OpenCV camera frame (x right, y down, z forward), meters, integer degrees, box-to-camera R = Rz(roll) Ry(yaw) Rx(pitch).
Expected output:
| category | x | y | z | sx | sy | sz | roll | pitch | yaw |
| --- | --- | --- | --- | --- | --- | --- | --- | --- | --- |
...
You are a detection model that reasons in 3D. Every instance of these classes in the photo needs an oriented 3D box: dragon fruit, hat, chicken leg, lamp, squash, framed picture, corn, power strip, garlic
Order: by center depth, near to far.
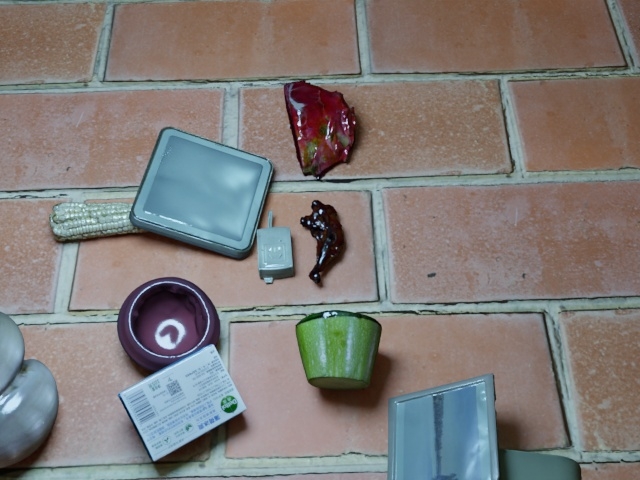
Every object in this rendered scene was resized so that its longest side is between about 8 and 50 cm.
| category | x | y | z | sx | sy | sz | roll | pitch | yaw |
| --- | --- | --- | --- | --- | --- | --- | --- | --- | --- |
| framed picture | 0.213 | 0.378 | 1.612 | 0.213 | 0.016 | 0.289 | -19 | 41 | 24 |
| garlic | -0.616 | 0.271 | 1.715 | 0.246 | 0.231 | 0.340 | -48 | 32 | 4 |
| squash | 0.033 | 0.213 | 1.739 | 0.170 | 0.170 | 0.123 | 2 | 69 | 2 |
| hat | -0.299 | 0.170 | 1.807 | 0.205 | 0.089 | 0.206 | 3 | 65 | -6 |
| power strip | -0.099 | 0.007 | 1.954 | 0.075 | 0.042 | 0.175 | -6 | 54 | -2 |
| chicken leg | 0.006 | -0.002 | 1.956 | 0.089 | 0.048 | 0.219 | -8 | 54 | -1 |
| corn | -0.476 | -0.048 | 1.975 | 0.210 | 0.087 | 0.087 | -7 | 54 | -7 |
| lamp | -0.255 | -0.107 | 1.995 | 0.269 | 0.047 | 0.267 | 18 | 54 | -7 |
| dragon fruit | -0.009 | -0.275 | 2.107 | 0.163 | 0.189 | 0.262 | -25 | 56 | 20 |

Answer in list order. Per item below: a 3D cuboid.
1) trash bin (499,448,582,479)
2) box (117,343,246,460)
| category | x | y | z | sx | sy | sz | roll | pitch | yaw |
| --- | --- | --- | --- | --- | --- | --- | --- | --- | --- |
| trash bin | 0.334 | 0.489 | 1.556 | 0.243 | 0.121 | 0.247 | 6 | 52 | 6 |
| box | -0.256 | 0.297 | 1.693 | 0.194 | 0.073 | 0.139 | -27 | 90 | -19 |
